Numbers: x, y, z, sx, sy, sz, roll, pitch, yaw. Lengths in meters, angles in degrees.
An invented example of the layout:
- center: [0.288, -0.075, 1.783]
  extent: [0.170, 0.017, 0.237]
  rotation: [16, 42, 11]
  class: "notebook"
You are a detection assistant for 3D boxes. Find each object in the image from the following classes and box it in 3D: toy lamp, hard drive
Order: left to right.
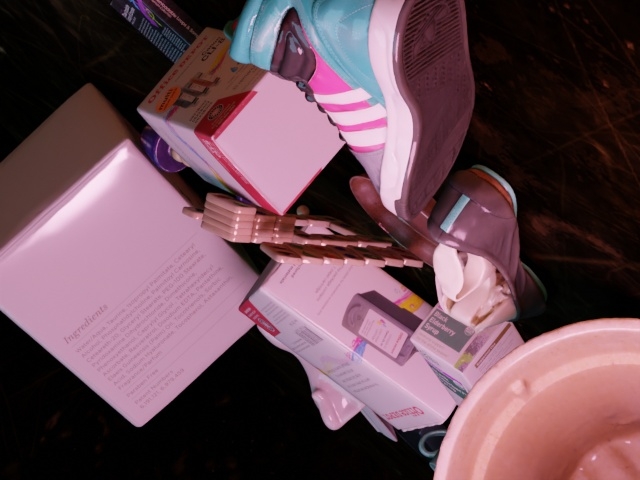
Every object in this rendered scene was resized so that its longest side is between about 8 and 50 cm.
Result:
- center: [-0.166, -0.113, 1.792]
  extent: [0.274, 0.080, 0.080]
  rotation: [26, 162, 43]
  class: "toy lamp"
- center: [0.218, 0.398, 2.523]
  extent: [0.172, 0.054, 0.255]
  rotation: [29, 164, 45]
  class: "hard drive"

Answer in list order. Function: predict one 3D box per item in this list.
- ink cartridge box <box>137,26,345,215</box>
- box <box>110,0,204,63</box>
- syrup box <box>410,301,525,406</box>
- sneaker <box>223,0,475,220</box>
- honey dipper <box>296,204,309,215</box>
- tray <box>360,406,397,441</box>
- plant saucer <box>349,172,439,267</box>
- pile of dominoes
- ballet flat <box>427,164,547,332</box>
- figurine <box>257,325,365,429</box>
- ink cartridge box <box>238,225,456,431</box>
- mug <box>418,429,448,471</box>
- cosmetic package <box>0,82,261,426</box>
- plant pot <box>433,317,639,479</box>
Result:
- center: [-0.081, -0.129, 1.314]
  extent: [0.127, 0.128, 0.176]
  rotation: [47, 166, -35]
  class: "ink cartridge box"
- center: [-0.170, -0.240, 1.437]
  extent: [0.162, 0.029, 0.116]
  rotation: [41, 168, -9]
  class: "box"
- center: [0.211, 0.166, 1.573]
  extent: [0.093, 0.096, 0.237]
  rotation: [31, 166, 40]
  class: "syrup box"
- center: [0.015, -0.136, 0.981]
  extent: [0.178, 0.124, 0.295]
  rotation: [30, 158, 22]
  class: "sneaker"
- center: [0.000, 0.000, 1.796]
  extent: [0.030, 0.030, 0.161]
  rotation: [32, 163, 35]
  class: "honey dipper"
- center: [0.077, 0.297, 2.501]
  extent: [0.270, 0.030, 0.145]
  rotation: [54, -170, -49]
  class: "tray"
- center: [0.105, -0.023, 1.372]
  extent: [0.168, 0.029, 0.168]
  rotation: [39, 168, 10]
  class: "plant saucer"
- center: [-0.011, -0.018, 1.385]
  extent: [0.251, 0.040, 0.196]
  rotation: [2, -165, -44]
  class: "pile of dominoes"
- center: [0.154, 0.027, 1.230]
  extent: [0.095, 0.096, 0.280]
  rotation: [33, 166, 32]
  class: "ballet flat"
- center: [0.019, 0.162, 1.943]
  extent: [0.209, 0.215, 0.092]
  rotation: [49, 128, 6]
  class: "figurine"
- center: [0.052, 0.124, 1.750]
  extent: [0.306, 0.131, 0.226]
  rotation: [35, 164, -5]
  class: "ink cartridge box"
- center: [0.268, 0.400, 2.263]
  extent: [0.158, 0.097, 0.129]
  rotation: [44, 168, -15]
  class: "mug"
- center: [-0.341, 0.021, 2.064]
  extent: [0.394, 0.327, 0.329]
  rotation: [48, -179, -30]
  class: "cosmetic package"
- center: [0.310, 0.270, 1.213]
  extent: [0.334, 0.334, 0.305]
  rotation: [34, 179, 27]
  class: "plant pot"
